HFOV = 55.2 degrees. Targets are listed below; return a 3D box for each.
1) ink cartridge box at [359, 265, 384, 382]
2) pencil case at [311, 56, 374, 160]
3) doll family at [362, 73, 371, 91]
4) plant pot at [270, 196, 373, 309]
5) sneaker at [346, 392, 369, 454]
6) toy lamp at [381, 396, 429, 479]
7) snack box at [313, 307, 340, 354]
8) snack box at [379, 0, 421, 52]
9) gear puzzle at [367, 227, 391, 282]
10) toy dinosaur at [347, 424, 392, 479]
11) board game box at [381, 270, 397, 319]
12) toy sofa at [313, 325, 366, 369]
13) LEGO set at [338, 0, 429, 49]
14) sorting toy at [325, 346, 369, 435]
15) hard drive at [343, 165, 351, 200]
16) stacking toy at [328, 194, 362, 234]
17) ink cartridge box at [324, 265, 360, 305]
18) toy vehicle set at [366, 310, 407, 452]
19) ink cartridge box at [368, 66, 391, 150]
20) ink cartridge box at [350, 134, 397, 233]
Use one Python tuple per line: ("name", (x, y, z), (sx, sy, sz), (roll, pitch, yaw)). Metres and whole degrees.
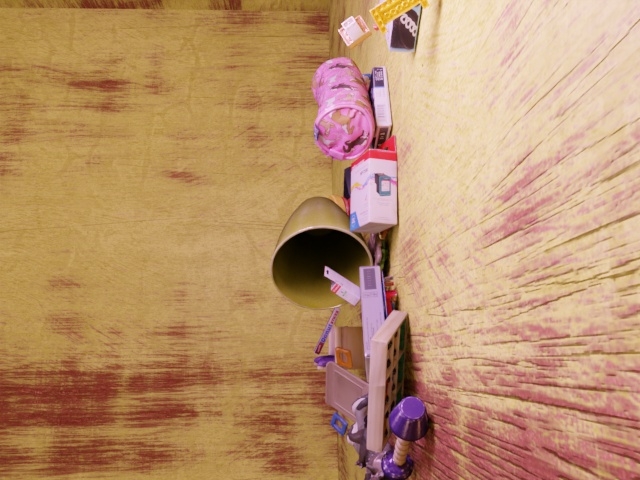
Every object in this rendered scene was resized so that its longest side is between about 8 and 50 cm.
("ink cartridge box", (0.140, 0.243, 1.582), (0.238, 0.060, 0.275), (83, -175, -48))
("pencil case", (0.055, -0.369, 1.679), (0.386, 0.167, 0.160), (-91, -20, -54))
("doll family", (0.105, -0.399, 1.965), (0.262, 0.119, 0.163), (93, 175, -49))
("plant pot", (0.000, 0.000, 1.752), (0.293, 0.275, 0.274), (-93, 4, -57))
("sneaker", (0.145, 0.522, 1.727), (0.108, 0.100, 0.271), (-125, 30, -44))
("toy lamp", (0.168, 0.397, 1.228), (0.274, 0.080, 0.080), (93, 175, -49))
("snack box", (0.024, 0.318, 2.166), (0.064, 0.022, 0.178), (114, -179, -85))
("snack box", (0.169, -0.567, 1.218), (0.321, 0.060, 0.187), (92, 176, -45))
("gear puzzle", (0.164, 0.031, 1.690), (0.338, 0.044, 0.175), (96, 175, -45))
("toy dinosaur", (0.144, 0.555, 1.563), (0.313, 0.121, 0.160), (-96, 17, -70))
("board game box", (0.174, 0.158, 1.502), (0.168, 0.033, 0.133), (79, -174, -45))
("toy sofa", (0.069, 0.391, 2.248), (0.362, 0.177, 0.150), (105, 165, -81))
("LEGO set", (0.142, -0.464, 1.079), (0.107, 0.132, 0.286), (-83, 16, -67))
("sorting toy", (0.102, 0.506, 2.028), (0.196, 0.047, 0.347), (21, 121, 39))
("hard drive", (0.120, -0.170, 2.338), (0.254, 0.054, 0.171), (-95, 5, -60))
("stacking toy", (0.122, 0.023, 1.973), (0.279, 0.131, 0.308), (-123, 28, -55))
("ink cartridge box", (0.051, 0.119, 1.607), (0.029, 0.115, 0.063), (-54, 10, 20))
("toy vehicle set", (0.148, 0.306, 1.347), (0.166, 0.035, 0.266), (-37, -49, -61))
("ink cartridge box", (0.157, -0.331, 1.687), (0.208, 0.045, 0.206), (91, 177, -61))
("ink cartridge box", (0.133, -0.143, 1.541), (0.134, 0.078, 0.230), (151, 121, -70))
